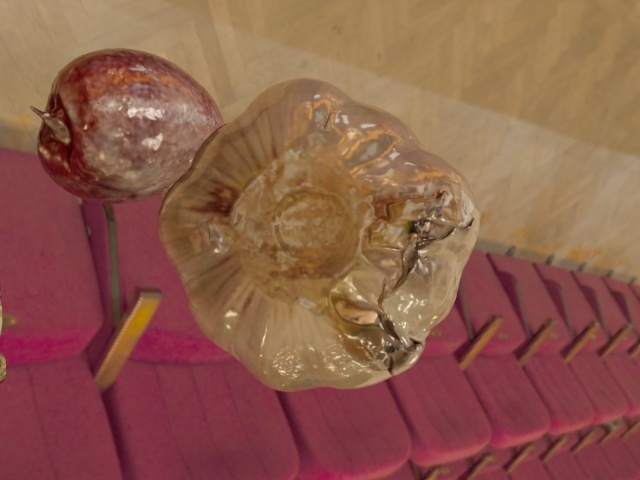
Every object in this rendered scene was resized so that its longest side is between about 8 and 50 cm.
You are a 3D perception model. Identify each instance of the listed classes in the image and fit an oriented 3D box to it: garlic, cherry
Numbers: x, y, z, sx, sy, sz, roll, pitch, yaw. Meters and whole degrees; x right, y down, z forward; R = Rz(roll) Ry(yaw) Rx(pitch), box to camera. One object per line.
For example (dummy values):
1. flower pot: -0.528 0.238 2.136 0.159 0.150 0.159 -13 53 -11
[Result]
1. garlic: -0.006 -0.002 0.684 0.322 0.322 0.241 -32 147 -11
2. cherry: -0.261 -0.156 0.951 0.300 0.203 0.230 -1 149 -39

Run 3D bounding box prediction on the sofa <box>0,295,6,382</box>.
1. sofa: -0.412 0.039 0.587 0.200 0.258 0.182 -19 163 30
